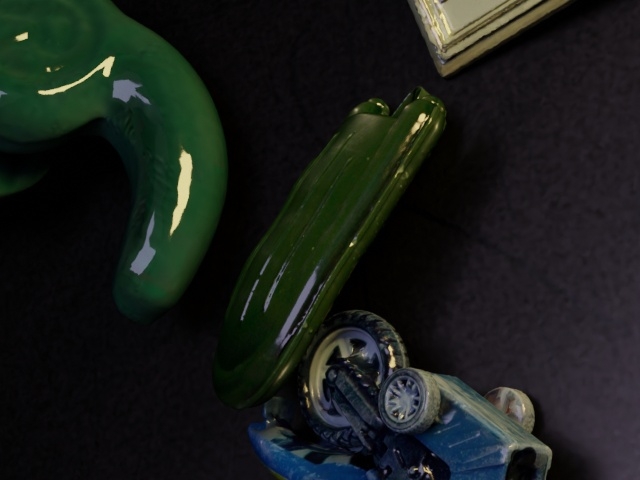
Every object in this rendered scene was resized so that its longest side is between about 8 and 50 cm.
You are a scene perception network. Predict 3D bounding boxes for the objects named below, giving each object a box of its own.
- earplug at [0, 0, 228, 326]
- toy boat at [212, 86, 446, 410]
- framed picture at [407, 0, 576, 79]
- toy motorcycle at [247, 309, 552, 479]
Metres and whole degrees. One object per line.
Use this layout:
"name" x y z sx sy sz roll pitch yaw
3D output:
"earplug" -0.202 -0.064 1.145 0.280 0.164 0.257 -22 109 36
"toy boat" 0.000 0.000 1.018 0.210 0.052 0.104 -59 23 -10
"framed picture" 0.136 -0.257 1.009 0.293 0.018 0.231 -31 74 30
"toy motorcycle" 0.056 0.138 0.960 0.254 0.092 0.136 37 105 40
